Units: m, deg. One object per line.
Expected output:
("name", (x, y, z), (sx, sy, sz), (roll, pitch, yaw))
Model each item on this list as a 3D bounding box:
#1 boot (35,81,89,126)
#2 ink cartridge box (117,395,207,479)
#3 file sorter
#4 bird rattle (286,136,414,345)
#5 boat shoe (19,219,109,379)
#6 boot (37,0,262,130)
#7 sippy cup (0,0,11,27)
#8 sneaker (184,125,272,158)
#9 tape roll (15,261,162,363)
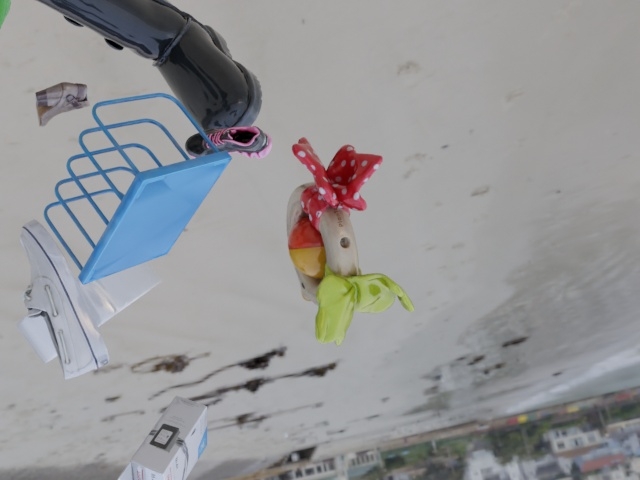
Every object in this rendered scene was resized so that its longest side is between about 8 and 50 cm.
("boot", (-0.441, -0.232, 1.296), (0.087, 0.042, 0.118), (-13, 168, -23))
("ink cartridge box", (-0.245, 0.349, 1.195), (0.060, 0.180, 0.104), (17, 129, 13))
("file sorter", (-0.199, -0.057, 0.789), (0.118, 0.104, 0.170), (-25, 162, -50))
("bird rattle", (0.000, 0.000, 0.941), (0.143, 0.254, 0.207), (-23, -174, -23))
("boat shoe", (-0.440, 0.098, 1.235), (0.088, 0.267, 0.096), (-26, -177, -27))
("boot", (-0.334, -0.370, 1.290), (0.146, 0.367, 0.445), (-48, 132, 12))
("sippy cup", (-0.415, -0.188, 0.593), (0.224, 0.240, 0.305), (-30, 138, 23))
("sneaker", (-0.127, -0.135, 1.010), (0.119, 0.047, 0.057), (-4, 168, 8))
("tape roll", (-0.463, 0.125, 1.529), (0.286, 0.100, 0.286), (-36, -175, 4))
